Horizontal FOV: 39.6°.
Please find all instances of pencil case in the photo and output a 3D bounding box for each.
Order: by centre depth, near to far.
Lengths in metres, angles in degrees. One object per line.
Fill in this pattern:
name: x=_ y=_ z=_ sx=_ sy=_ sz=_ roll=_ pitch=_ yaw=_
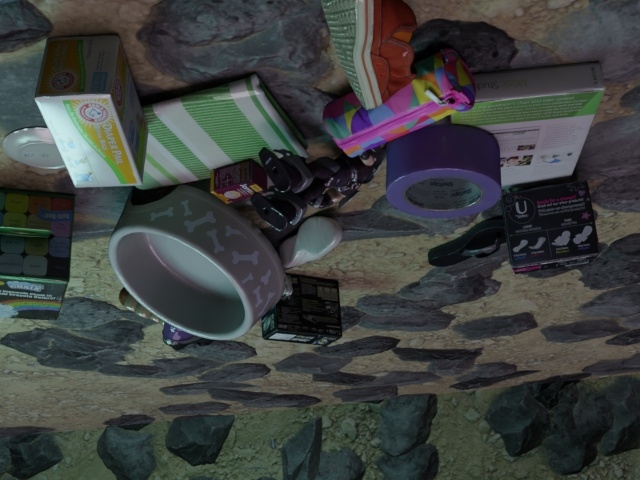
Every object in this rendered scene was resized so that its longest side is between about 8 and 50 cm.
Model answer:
pencil case: x=0.118 y=-0.204 z=1.332 sx=0.236 sy=0.105 sz=0.104 roll=-20 pitch=152 yaw=34

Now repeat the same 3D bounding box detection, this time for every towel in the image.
towel: x=-0.208 y=-0.168 z=1.451 sx=0.324 sy=0.038 sz=0.248 roll=-10 pitch=156 yaw=16

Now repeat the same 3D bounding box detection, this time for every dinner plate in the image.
dinner plate: x=-0.458 y=-0.148 z=1.484 sx=0.141 sy=0.017 sz=0.141 roll=-2 pitch=156 yaw=-1

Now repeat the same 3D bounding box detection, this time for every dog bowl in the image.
dog bowl: x=-0.241 y=0.052 z=1.658 sx=0.348 sy=0.102 sz=0.349 roll=19 pitch=142 yaw=16

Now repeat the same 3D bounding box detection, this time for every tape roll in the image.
tape roll: x=0.201 y=-0.110 z=1.458 sx=0.188 sy=0.080 sz=0.189 roll=2 pitch=157 yaw=1

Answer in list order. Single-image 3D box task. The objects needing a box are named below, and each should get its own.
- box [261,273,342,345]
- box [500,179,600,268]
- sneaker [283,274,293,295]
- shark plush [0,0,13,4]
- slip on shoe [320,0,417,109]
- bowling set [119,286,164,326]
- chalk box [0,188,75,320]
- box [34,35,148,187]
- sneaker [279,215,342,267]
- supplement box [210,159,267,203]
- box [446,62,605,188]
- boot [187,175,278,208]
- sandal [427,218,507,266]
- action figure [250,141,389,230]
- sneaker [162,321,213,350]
box: x=-0.047 y=0.164 z=2.113 sx=0.180 sy=0.148 sz=0.077 roll=9 pitch=154 yaw=-29
box: x=0.436 y=-0.021 z=1.691 sx=0.163 sy=0.142 sz=0.247 roll=-10 pitch=174 yaw=13
sneaker: x=-0.131 y=0.050 z=1.869 sx=0.110 sy=0.118 sz=0.292 roll=2 pitch=167 yaw=20
shark plush: x=-0.462 y=-0.294 z=1.132 sx=0.161 sy=0.073 sz=0.067 roll=-30 pitch=172 yaw=9
slip on shoe: x=0.068 y=-0.287 z=1.135 sx=0.101 sy=0.123 sz=0.331 roll=-28 pitch=155 yaw=-1
bowling set: x=-0.355 y=0.100 z=1.968 sx=0.199 sy=0.154 sz=0.287 roll=22 pitch=171 yaw=26
chalk box: x=-0.558 y=0.016 z=1.652 sx=0.180 sy=0.179 sz=0.289 roll=6 pitch=154 yaw=-20
box: x=-0.320 y=-0.179 z=1.265 sx=0.103 sy=0.114 sz=0.203 roll=-2 pitch=146 yaw=2
sneaker: x=0.000 y=0.000 z=1.847 sx=0.094 sy=0.080 sz=0.212 roll=-3 pitch=167 yaw=-32
supplement box: x=-0.139 y=-0.099 z=1.513 sx=0.083 sy=0.043 sz=0.055 roll=-14 pitch=152 yaw=24
box: x=0.325 y=-0.178 z=1.484 sx=0.232 sy=0.059 sz=0.322 roll=-5 pitch=158 yaw=3
boot: x=-0.143 y=-0.086 z=1.618 sx=0.189 sy=0.069 sz=0.086 roll=1 pitch=177 yaw=16
sandal: x=0.342 y=0.018 z=1.945 sx=0.097 sy=0.055 sz=0.254 roll=11 pitch=153 yaw=-32
action figure: x=0.007 y=-0.111 z=1.481 sx=0.285 sy=0.099 sz=0.185 roll=-20 pitch=146 yaw=-51
sneaker: x=-0.236 y=0.162 z=1.937 sx=0.283 sy=0.107 sz=0.124 roll=-8 pitch=125 yaw=-50
